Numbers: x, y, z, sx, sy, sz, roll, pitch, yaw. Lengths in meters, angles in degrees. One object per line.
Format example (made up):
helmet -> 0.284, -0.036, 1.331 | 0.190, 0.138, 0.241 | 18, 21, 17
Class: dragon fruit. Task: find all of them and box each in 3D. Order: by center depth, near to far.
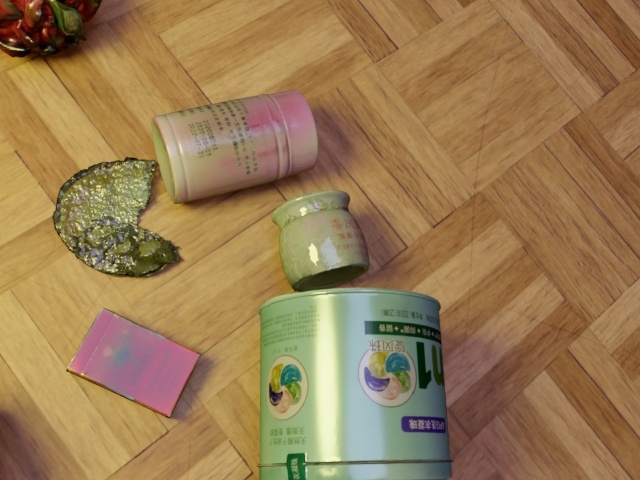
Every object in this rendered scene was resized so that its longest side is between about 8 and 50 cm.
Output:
dragon fruit -> -0.509, -0.437, 1.182 | 0.293, 0.234, 0.234 | 31, 64, 30

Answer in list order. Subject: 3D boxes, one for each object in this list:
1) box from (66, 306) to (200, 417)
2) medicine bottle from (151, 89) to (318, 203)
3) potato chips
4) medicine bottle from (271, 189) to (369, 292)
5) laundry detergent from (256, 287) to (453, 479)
box -> -0.292, 0.193, 1.099 | 0.175, 0.048, 0.112 | 28, 70, -5
medicine bottle -> -0.146, -0.163, 1.197 | 0.254, 0.152, 0.152 | -15, 77, -19
potato chips -> -0.335, -0.034, 1.176 | 0.202, 0.029, 0.220 | -29, 79, -21
medicine bottle -> 0.000, 0.000, 1.185 | 0.147, 0.147, 0.143 | -10, 74, -17
laundry detergent -> 0.048, 0.250, 1.043 | 0.287, 0.287, 0.305 | 3, 72, -14
